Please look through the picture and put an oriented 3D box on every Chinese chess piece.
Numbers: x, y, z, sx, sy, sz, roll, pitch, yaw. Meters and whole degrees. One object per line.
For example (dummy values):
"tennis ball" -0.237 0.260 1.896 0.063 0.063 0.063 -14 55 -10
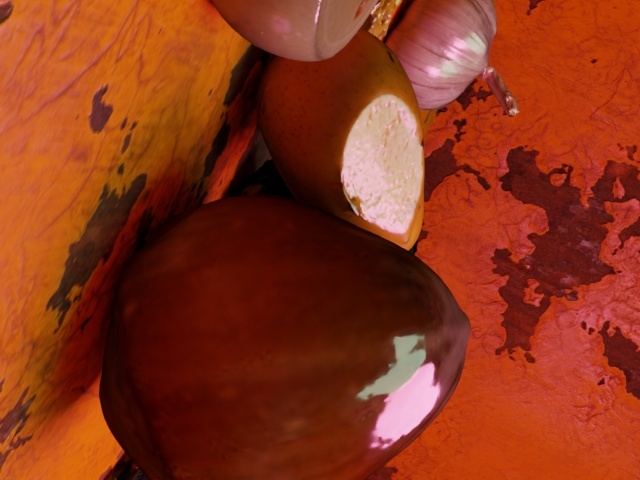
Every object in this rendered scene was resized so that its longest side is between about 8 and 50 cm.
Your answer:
"Chinese chess piece" 0.013 -0.273 0.874 0.273 0.102 0.273 -61 174 -12

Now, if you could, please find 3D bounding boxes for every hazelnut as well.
"hazelnut" -0.039 0.110 1.078 0.372 0.372 0.315 -21 103 -80

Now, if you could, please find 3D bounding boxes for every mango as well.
"mango" 0.027 -0.099 1.168 0.160 0.191 0.290 -34 129 -14

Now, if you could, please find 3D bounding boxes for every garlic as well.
"garlic" 0.233 -0.297 1.813 0.245 0.253 0.245 -53 175 -7

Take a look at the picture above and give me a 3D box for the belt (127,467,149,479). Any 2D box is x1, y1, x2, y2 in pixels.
"belt" -0.251 0.398 1.484 0.267 0.116 0.206 -56 180 -27

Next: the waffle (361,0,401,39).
"waffle" 0.081 -0.343 1.272 0.283 0.065 0.309 -43 157 -76

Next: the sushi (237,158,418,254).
"sushi" 0.000 0.000 1.319 0.126 0.225 0.136 -57 -179 -22
